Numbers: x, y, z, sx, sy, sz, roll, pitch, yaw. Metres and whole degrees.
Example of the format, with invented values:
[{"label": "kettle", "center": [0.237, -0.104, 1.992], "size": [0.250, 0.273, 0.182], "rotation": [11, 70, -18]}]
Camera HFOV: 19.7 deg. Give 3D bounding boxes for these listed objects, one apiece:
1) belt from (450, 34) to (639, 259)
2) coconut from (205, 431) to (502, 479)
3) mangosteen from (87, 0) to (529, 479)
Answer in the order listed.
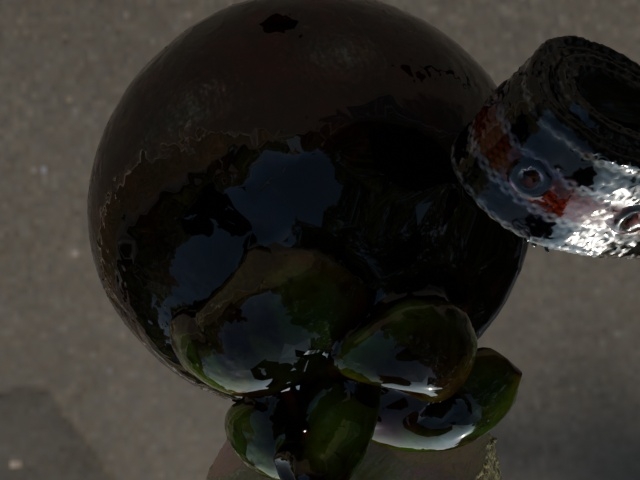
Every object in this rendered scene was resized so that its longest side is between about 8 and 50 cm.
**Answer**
[{"label": "belt", "center": [0.246, -0.022, 1.063], "size": [0.359, 0.126, 0.094], "rotation": [13, 147, -24]}, {"label": "coconut", "center": [0.027, 0.214, 1.428], "size": [0.227, 0.227, 0.230], "rotation": [-28, -173, 35]}, {"label": "mangosteen", "center": [-0.005, -0.008, 1.182], "size": [0.311, 0.311, 0.311], "rotation": [-6, 154, -3]}]
